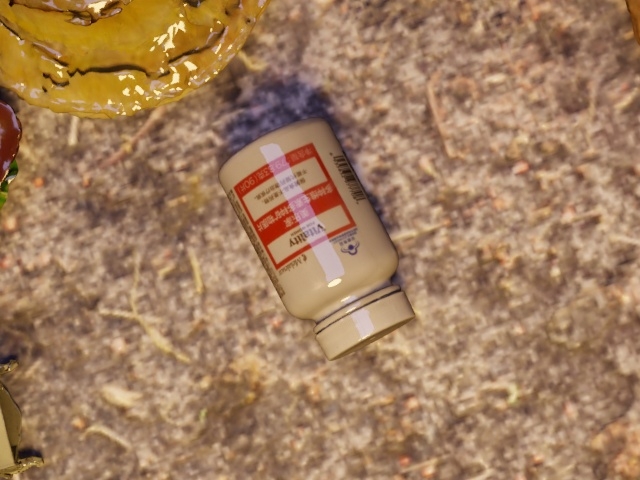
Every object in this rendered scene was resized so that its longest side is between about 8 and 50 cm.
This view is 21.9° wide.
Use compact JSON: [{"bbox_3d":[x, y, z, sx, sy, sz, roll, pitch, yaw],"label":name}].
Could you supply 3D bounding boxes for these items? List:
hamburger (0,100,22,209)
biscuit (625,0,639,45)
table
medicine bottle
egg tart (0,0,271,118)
[{"bbox_3d":[-0.267,-0.071,1.069,0.166,0.087,0.137,31,99,8],"label":"hamburger"},{"bbox_3d":[0.321,-0.165,0.995,0.296,0.075,0.296,0,89,23],"label":"biscuit"},{"bbox_3d":[-0.232,0.121,1.063,0.083,0.062,0.079,-17,82,6],"label":"table"},{"bbox_3d":[0.000,0.000,1.034,0.079,0.079,0.140,-28,82,4],"label":"medicine bottle"},{"bbox_3d":[-0.144,-0.194,1.062,0.241,0.106,0.241,-1,81,8],"label":"egg tart"}]
